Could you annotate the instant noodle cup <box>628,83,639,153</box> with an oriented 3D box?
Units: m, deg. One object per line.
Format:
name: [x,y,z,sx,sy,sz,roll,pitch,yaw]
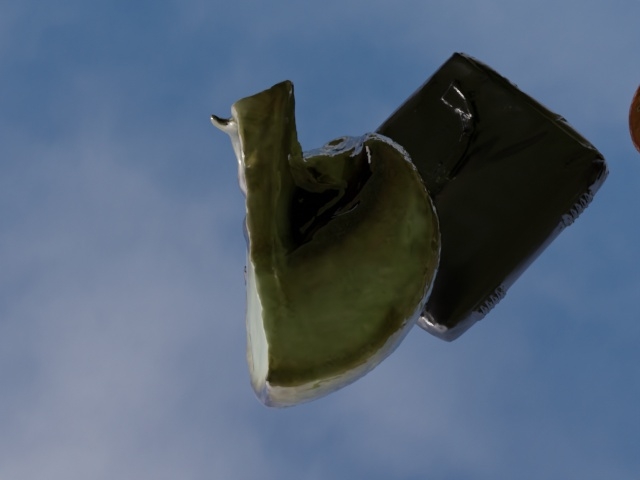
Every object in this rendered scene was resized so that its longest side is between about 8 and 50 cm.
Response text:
instant noodle cup: [0.448,-0.090,1.304,0.182,0.230,0.230,53,-135,-36]

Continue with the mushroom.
mushroom: [0.002,0.007,1.263,0.212,0.217,0.292,-17,-104,-4]

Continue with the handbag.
handbag: [0.148,-0.050,1.425,0.244,0.088,0.275,41,-92,25]
